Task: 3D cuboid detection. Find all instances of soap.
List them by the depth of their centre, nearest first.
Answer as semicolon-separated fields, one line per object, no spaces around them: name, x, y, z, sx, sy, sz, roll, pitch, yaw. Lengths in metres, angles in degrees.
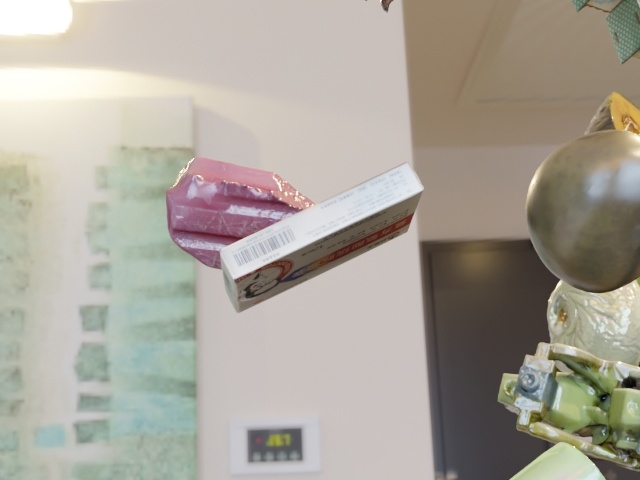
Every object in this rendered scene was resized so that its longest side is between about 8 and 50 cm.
soap;-0.165;-0.040;2.204;0.324;0.220;0.127;10;23;-6

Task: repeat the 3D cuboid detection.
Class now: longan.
longan;0.367;-0.044;1.380;0.196;0.197;0.220;4;-53;-20

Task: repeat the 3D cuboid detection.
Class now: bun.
bun;0.497;0.154;1.960;0.153;0.244;0.244;6;-17;-4

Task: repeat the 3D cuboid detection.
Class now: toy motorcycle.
toy motorcycle;0.474;0.274;1.670;0.410;0.169;0.237;5;-21;30

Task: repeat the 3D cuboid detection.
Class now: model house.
model house;0.485;-0.425;1.622;0.206;0.271;0.178;17;-14;-5

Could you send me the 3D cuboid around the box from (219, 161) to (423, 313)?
box;0.000;0.000;1.813;0.353;0.069;0.214;-24;-16;-10

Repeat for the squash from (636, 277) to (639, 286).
squash;0.815;0.179;2.284;0.210;0.309;0.234;-19;-26;-49

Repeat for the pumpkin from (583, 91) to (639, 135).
pumpkin;0.550;-0.179;2.029;0.148;0.169;0.312;-38;-20;29

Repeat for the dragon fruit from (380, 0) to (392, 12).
dragon fruit;0.114;-0.448;1.685;0.142;0.130;0.121;-34;-28;8

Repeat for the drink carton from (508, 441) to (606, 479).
drink carton;0.271;0.325;1.269;0.142;0.144;0.146;-35;16;-9
